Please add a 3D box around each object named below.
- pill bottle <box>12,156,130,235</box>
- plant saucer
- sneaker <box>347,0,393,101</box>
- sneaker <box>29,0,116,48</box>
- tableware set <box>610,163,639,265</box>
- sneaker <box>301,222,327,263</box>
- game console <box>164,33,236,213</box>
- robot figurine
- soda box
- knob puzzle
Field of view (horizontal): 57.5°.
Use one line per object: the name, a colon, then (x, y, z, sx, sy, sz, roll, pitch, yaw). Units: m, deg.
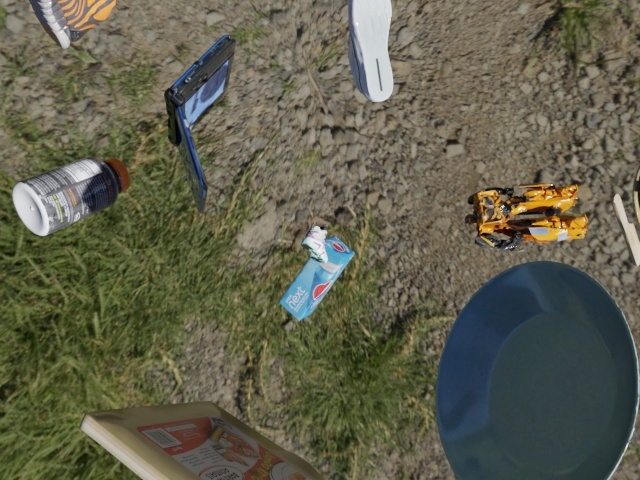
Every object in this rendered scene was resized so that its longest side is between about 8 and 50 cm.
pill bottle: (-0.565, -0.115, 1.354, 0.130, 0.245, 0.131, 19, 124, 30)
plant saucer: (0.166, 0.114, 0.454, 0.037, 0.195, 0.195, 20, 105, -25)
sneaker: (0.088, -0.415, 1.197, 0.094, 0.091, 0.258, -18, 119, -24)
sneaker: (-0.567, -0.583, 1.302, 0.180, 0.321, 0.124, -42, 87, -17)
tableware set: (0.358, 0.001, 0.567, 0.128, 0.039, 0.194, -39, 112, -22)
sneaker: (0.000, 0.000, 1.156, 0.038, 0.098, 0.069, 15, 69, 23)
game console: (-0.214, -0.219, 1.166, 0.173, 0.293, 0.250, 42, 76, -6)
robot figurine: (0.525, -0.071, 1.518, 0.290, 0.211, 0.085, -3, 145, 4)
soda box: (-0.009, 0.091, 1.408, 0.071, 0.067, 0.210, 42, 118, 15)
knob puzzle: (-0.048, 0.177, 0.406, 0.213, 0.213, 0.030, 29, 86, -9)
